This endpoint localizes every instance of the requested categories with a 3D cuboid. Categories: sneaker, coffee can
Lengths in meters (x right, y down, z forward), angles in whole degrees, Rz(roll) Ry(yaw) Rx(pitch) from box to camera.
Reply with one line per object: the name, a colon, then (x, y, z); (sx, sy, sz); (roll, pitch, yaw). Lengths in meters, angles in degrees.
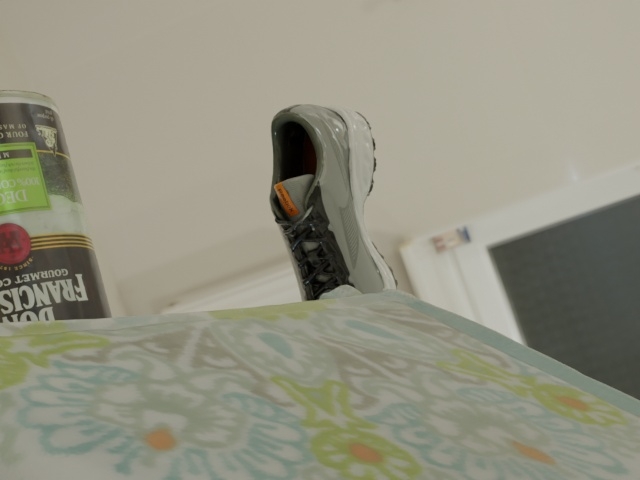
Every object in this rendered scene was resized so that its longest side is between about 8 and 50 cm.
sneaker: (0.000, 0.000, 1.120); (0.108, 0.100, 0.271); (7, 70, -52)
coffee can: (-0.329, 0.014, 1.200); (0.201, 0.201, 0.275); (7, 65, -69)

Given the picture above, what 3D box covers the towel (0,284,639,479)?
towel: (0.050, 0.123, 0.456); (0.320, 0.374, 0.090); (-4, 112, -49)
